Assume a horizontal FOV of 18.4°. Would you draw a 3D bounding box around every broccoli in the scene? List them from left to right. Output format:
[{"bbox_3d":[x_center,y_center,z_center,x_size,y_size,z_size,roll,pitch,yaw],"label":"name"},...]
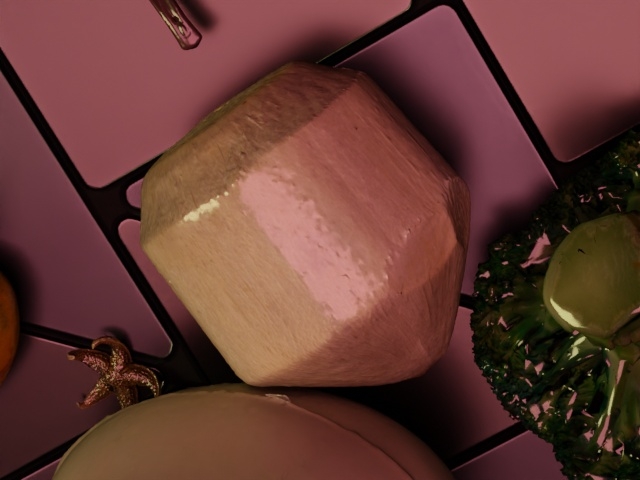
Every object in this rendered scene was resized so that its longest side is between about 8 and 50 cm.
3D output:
[{"bbox_3d":[0.241,0.056,1.518,0.297,0.297,0.297,-5,80,28],"label":"broccoli"}]

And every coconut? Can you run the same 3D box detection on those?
[{"bbox_3d":[0.000,0.000,1.550,0.237,0.237,0.266,-36,91,13],"label":"coconut"}]

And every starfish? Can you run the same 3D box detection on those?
[{"bbox_3d":[-0.176,0.124,1.701,0.078,0.028,0.091,-8,106,13],"label":"starfish"}]

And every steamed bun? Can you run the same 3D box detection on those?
[{"bbox_3d":[-0.054,0.275,1.571,0.374,0.334,0.334,3,105,26],"label":"steamed bun"}]

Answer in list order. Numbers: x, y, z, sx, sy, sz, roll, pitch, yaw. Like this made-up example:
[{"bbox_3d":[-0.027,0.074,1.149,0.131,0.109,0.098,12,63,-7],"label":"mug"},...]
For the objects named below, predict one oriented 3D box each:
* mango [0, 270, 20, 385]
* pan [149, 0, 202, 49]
[{"bbox_3d":[-0.317,0.096,1.680,0.165,0.089,0.115,-35,89,9],"label":"mango"},{"bbox_3d":[-0.158,-0.245,1.599,0.115,0.040,0.212,-35,91,12],"label":"pan"}]
